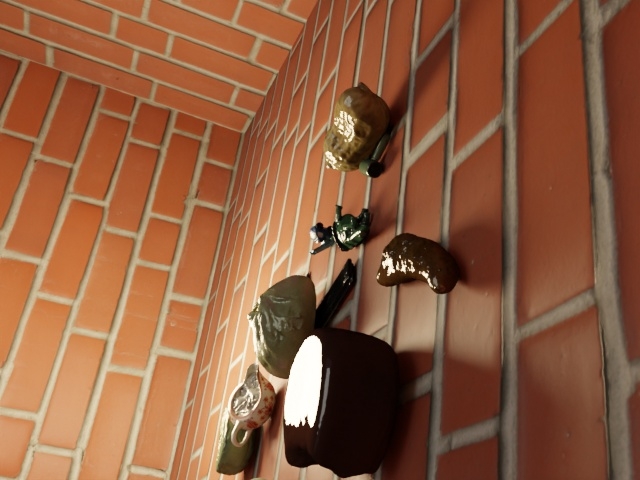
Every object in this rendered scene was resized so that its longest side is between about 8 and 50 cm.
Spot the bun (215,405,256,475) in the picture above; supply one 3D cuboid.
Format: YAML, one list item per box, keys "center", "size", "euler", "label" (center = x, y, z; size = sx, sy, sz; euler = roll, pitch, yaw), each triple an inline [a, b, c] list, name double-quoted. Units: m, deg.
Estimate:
- center: [-0.259, 0.615, 2.281]
  size: [0.221, 0.108, 0.222]
  euler: [-170, 90, -79]
  label: "bun"

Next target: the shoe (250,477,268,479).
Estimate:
- center: [-0.150, 0.743, 1.746]
  size: [0.160, 0.131, 0.363]
  euler: [131, 147, -56]
  label: "shoe"

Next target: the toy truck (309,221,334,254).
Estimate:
- center: [0.000, 0.000, 2.099]
  size: [0.056, 0.073, 0.090]
  euler: [138, 146, -61]
  label: "toy truck"

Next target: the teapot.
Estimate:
- center: [-0.206, 0.495, 2.180]
  size: [0.116, 0.159, 0.246]
  euler: [61, -147, -46]
  label: "teapot"

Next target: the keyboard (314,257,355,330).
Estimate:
- center: [0.034, 0.153, 1.916]
  size: [0.094, 0.025, 0.230]
  euler: [-90, 23, -49]
  label: "keyboard"

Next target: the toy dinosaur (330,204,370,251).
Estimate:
- center: [0.086, -0.041, 1.856]
  size: [0.292, 0.079, 0.120]
  euler: [152, 127, -72]
  label: "toy dinosaur"

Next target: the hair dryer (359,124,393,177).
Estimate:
- center: [0.156, -0.231, 1.899]
  size: [0.150, 0.047, 0.071]
  euler: [-61, 19, 3]
  label: "hair dryer"

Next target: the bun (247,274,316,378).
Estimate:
- center: [-0.112, 0.232, 1.990]
  size: [0.283, 0.179, 0.284]
  euler: [-171, 90, -85]
  label: "bun"

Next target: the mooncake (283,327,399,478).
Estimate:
- center: [0.041, 0.326, 1.452]
  size: [0.334, 0.174, 0.326]
  euler: [-96, 24, -47]
  label: "mooncake"

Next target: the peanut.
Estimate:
- center: [0.102, -0.295, 1.955]
  size: [0.143, 0.159, 0.291]
  euler: [65, 155, 27]
  label: "peanut"

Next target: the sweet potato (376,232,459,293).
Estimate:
- center: [0.174, 0.041, 1.443]
  size: [0.341, 0.092, 0.114]
  euler: [176, 94, -74]
  label: "sweet potato"

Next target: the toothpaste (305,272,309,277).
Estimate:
- center: [-0.044, 0.148, 2.195]
  size: [0.037, 0.021, 0.140]
  euler: [-57, 19, 32]
  label: "toothpaste"
